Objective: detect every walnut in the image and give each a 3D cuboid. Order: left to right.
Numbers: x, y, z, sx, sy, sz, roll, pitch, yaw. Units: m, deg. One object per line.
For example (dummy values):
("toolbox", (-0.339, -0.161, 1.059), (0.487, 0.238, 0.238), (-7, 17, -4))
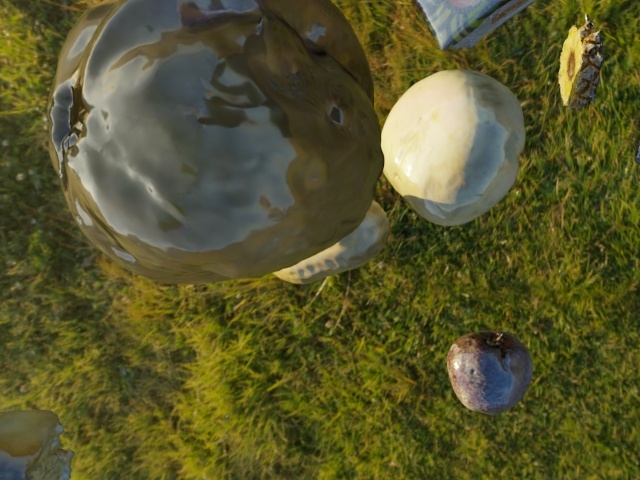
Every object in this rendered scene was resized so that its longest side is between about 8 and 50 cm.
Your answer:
("walnut", (-0.111, -0.119, 0.704), (0.383, 0.383, 0.384), (8, 111, 20))

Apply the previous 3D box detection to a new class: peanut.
("peanut", (0.000, 0.000, 1.473), (0.387, 0.192, 0.170), (-21, 109, 41))

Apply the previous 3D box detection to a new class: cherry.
("cherry", (0.380, 0.299, 1.409), (0.195, 0.195, 0.195), (8, 111, 20))

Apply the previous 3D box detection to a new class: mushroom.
("mushroom", (0.297, -0.190, 1.419), (0.353, 0.325, 0.353), (29, 151, 17))

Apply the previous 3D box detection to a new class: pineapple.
("pineapple", (0.592, -0.407, 1.431), (0.047, 0.221, 0.221), (2, 110, 2))

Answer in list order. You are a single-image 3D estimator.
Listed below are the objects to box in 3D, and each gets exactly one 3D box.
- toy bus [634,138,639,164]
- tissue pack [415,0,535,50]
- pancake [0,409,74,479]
("toy bus", (0.778, -0.215, 1.221), (0.194, 0.287, 0.232), (34, 107, 41))
("tissue pack", (0.106, -0.229, 0.446), (0.108, 0.060, 0.148), (-30, 86, 45))
("pancake", (-0.253, 0.226, 0.322), (0.057, 0.265, 0.245), (10, 107, 59))
